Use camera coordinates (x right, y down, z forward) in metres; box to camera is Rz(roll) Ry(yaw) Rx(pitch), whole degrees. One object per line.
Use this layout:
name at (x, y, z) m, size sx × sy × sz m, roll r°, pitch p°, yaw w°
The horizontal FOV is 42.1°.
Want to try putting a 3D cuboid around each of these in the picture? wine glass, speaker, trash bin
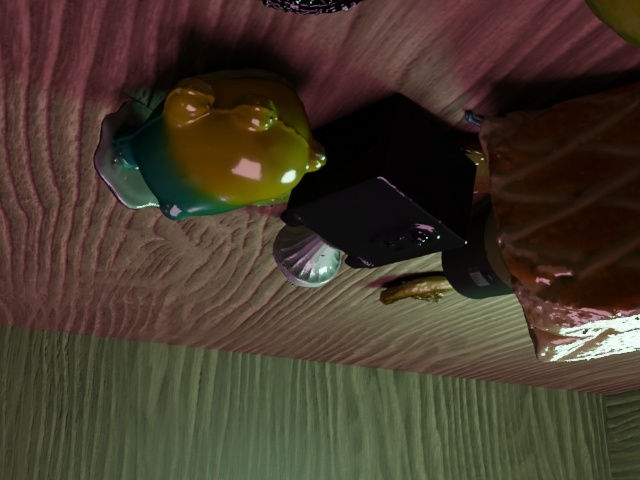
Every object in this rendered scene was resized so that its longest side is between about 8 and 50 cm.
wine glass at (0.000, 0.000, 1.809) m, size 0.165 × 0.164 × 0.196 m, roll 10°, pitch 155°, yaw -20°
speaker at (0.096, -0.087, 1.435) m, size 0.254 × 0.184 × 0.232 m, roll -17°, pitch 139°, yaw 43°
trash bin at (0.408, 0.016, 1.725) m, size 0.214 × 0.214 × 0.334 m, roll 8°, pitch 165°, yaw -17°

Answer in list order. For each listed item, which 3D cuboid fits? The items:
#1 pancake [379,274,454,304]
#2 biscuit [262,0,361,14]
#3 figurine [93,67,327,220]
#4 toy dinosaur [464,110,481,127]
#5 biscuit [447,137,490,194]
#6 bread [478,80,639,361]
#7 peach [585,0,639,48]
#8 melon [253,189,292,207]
pancake at (0.304, 0.154, 2.362) m, size 0.266 × 0.057 × 0.244 m, roll -8°, pitch 159°, yaw 25°
biscuit at (-0.018, -0.335, 0.990) m, size 0.195 × 0.053 × 0.194 m, roll 3°, pitch 160°, yaw 1°
figurine at (-0.167, -0.144, 1.300) m, size 0.340 × 0.231 × 0.324 m, roll -6°, pitch 155°, yaw 37°
toy dinosaur at (0.324, -0.179, 1.421) m, size 0.197 × 0.045 × 0.080 m, roll 25°, pitch 156°, yaw -30°
biscuit at (0.256, -0.137, 1.547) m, size 0.226 × 0.042 × 0.226 m, roll 3°, pitch 160°, yaw 1°
bread at (0.468, -0.033, 1.284) m, size 0.390 × 0.371 × 0.279 m, roll -11°, pitch 157°, yaw 12°
peach at (0.364, -0.298, 0.714) m, size 0.314 × 0.281 × 0.315 m, roll 14°, pitch 150°, yaw -15°
melon at (-0.101, -0.112, 1.638) m, size 0.210 × 0.064 × 0.118 m, roll -8°, pitch 154°, yaw 20°
